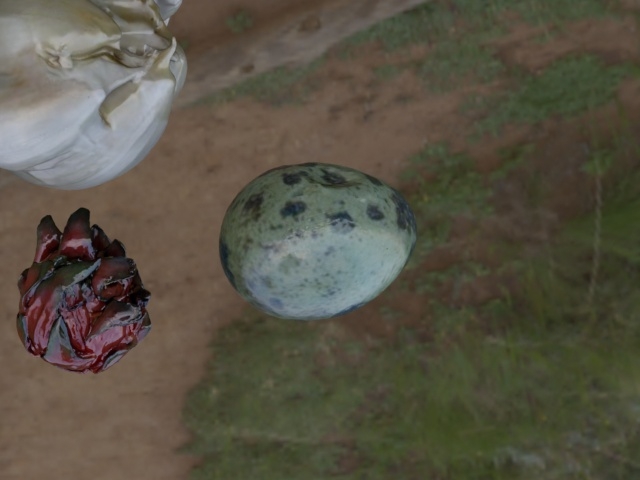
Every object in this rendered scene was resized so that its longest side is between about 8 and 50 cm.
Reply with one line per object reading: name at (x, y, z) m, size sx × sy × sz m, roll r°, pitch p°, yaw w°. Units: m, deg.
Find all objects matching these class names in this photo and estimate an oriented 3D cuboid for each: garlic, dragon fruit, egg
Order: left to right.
dragon fruit at (-0.209, 0.055, 1.095) m, size 0.130 × 0.121 × 0.142 m, roll -2°, pitch 133°, yaw 3°
garlic at (-0.202, -0.147, 1.073) m, size 0.203 × 0.281 × 0.185 m, roll -7°, pitch 112°, yaw 25°
egg at (0.000, 0.000, 1.088) m, size 0.182 × 0.141 × 0.141 m, roll -7°, pitch 154°, yaw -17°
